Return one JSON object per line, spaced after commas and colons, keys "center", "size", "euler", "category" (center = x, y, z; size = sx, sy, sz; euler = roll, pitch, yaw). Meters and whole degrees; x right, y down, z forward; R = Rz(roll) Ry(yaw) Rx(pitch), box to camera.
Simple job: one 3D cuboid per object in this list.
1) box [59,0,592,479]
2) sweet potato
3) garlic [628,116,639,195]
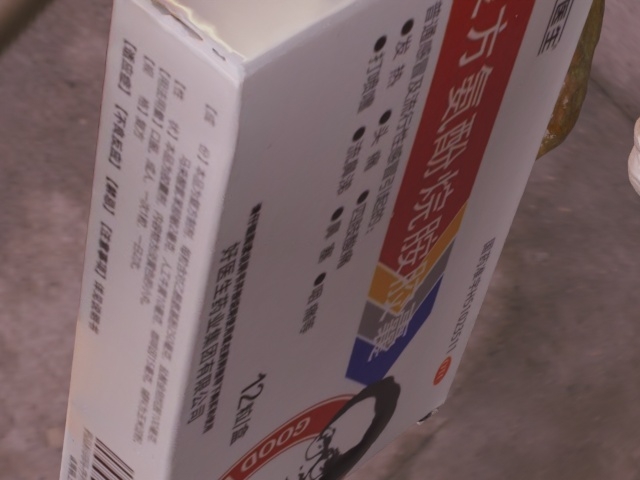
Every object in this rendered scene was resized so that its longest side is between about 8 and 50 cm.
{"center": [0.000, 0.000, 0.762], "size": [0.069, 0.214, 0.353], "euler": [41, 143, 21], "category": "box"}
{"center": [0.185, -0.177, 1.447], "size": [0.075, 0.075, 0.273], "euler": [13, 69, 16], "category": "sweet potato"}
{"center": [0.263, -0.051, 1.355], "size": [0.074, 0.113, 0.094], "euler": [-26, 41, 31], "category": "garlic"}
